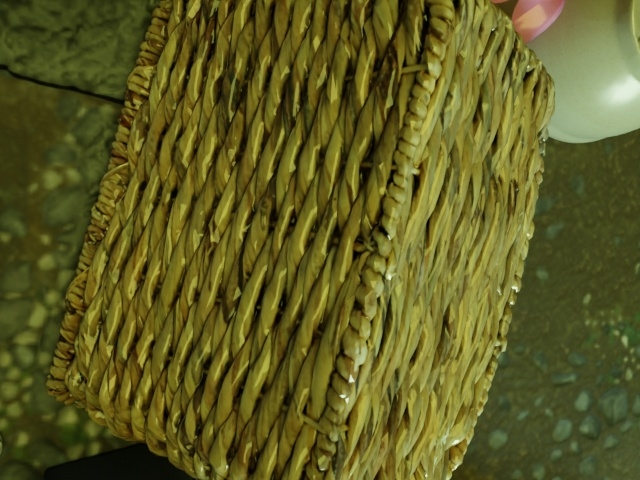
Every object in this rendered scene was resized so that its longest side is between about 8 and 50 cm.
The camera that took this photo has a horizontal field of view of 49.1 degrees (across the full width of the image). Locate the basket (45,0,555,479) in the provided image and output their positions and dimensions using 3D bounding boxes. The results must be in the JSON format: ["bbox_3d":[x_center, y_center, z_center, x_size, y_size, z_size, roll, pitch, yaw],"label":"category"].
[{"bbox_3d":[0.000,0.000,0.464,0.213,0.223,0.299,15,89,-55],"label":"basket"}]

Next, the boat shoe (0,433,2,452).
[{"bbox_3d":[-0.231,0.103,0.412,0.035,0.035,0.100,-44,109,-12],"label":"boat shoe"}]

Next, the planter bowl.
[{"bbox_3d":[0.233,-0.157,0.532,0.162,0.109,0.162,-2,96,-21],"label":"planter bowl"}]

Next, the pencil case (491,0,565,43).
[{"bbox_3d":[0.065,-0.209,0.472,0.209,0.095,0.098,39,42,-20],"label":"pencil case"}]

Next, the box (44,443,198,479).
[{"bbox_3d":[-0.103,0.223,0.409,0.093,0.156,0.158,-9,98,-20],"label":"box"}]
